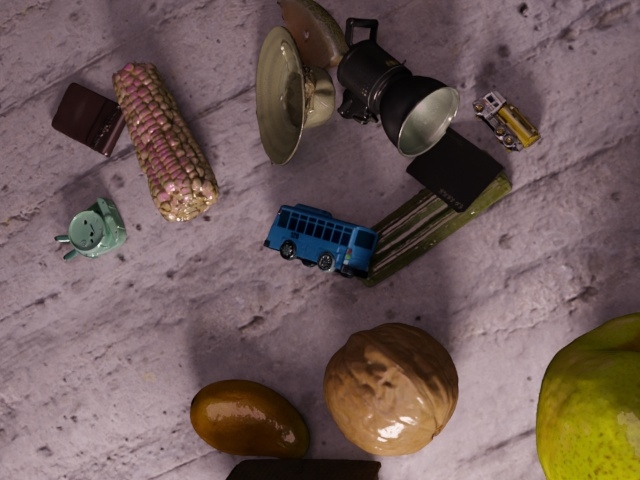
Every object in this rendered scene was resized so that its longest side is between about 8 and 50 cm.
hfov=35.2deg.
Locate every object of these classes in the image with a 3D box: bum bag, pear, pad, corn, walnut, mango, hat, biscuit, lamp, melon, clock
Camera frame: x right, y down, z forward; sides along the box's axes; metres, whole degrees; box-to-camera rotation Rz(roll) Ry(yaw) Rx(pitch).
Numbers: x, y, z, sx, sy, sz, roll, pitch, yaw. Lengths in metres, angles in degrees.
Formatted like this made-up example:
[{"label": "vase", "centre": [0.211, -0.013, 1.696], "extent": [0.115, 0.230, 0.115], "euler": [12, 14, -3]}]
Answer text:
[{"label": "bum bag", "centre": [-0.461, -0.244, 2.015], "extent": [0.159, 0.026, 0.109], "euler": [26, 93, 19]}, {"label": "pear", "centre": [0.498, 0.304, 1.483], "extent": [0.391, 0.391, 0.391], "euler": [-2, 83, 18]}, {"label": "pad", "centre": [0.231, -0.125, 1.757], "extent": [0.112, 0.003, 0.157], "euler": [-48, 52, 1]}, {"label": "corn", "centre": [-0.298, -0.191, 1.914], "extent": [0.126, 0.126, 0.335], "euler": [-28, 73, 13]}, {"label": "walnut", "centre": [0.116, 0.244, 1.682], "extent": [0.228, 0.228, 0.228], "euler": [-2, 83, 18]}, {"label": "mango", "centre": [-0.124, 0.323, 1.807], "extent": [0.227, 0.099, 0.136], "euler": [17, 88, 10]}, {"label": "hat", "centre": [-0.029, -0.259, 1.824], "extent": [0.110, 0.252, 0.252], "euler": [-4, 80, -22]}, {"label": "biscuit", "centre": [0.183, -0.037, 1.779], "extent": [0.322, 0.038, 0.099], "euler": [-35, 78, 11]}, {"label": "lamp", "centre": [0.112, -0.264, 1.785], "extent": [0.227, 0.147, 0.172], "euler": [43, 124, 29]}, {"label": "melon", "centre": [-0.018, -0.398, 1.887], "extent": [0.098, 0.054, 0.182], "euler": [-28, 75, 29]}, {"label": "clock", "centre": [-0.451, -0.014, 1.977], "extent": [0.135, 0.041, 0.101], "euler": [-31, 75, 12]}]

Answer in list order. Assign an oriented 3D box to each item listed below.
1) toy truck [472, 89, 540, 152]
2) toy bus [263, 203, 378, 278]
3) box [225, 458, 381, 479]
[{"label": "toy truck", "centre": [0.320, -0.205, 1.746], "extent": [0.063, 0.052, 0.123], "euler": [-41, 75, 5]}, {"label": "toy bus", "centre": [0.000, 0.000, 1.786], "extent": [0.184, 0.090, 0.106], "euler": [17, 90, 34]}, {"label": "box", "centre": [-0.034, 0.473, 1.697], "extent": [0.273, 0.184, 0.143], "euler": [-4, 109, 18]}]
